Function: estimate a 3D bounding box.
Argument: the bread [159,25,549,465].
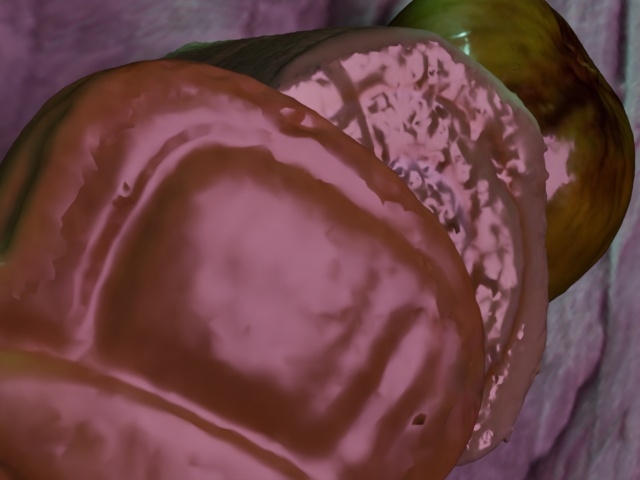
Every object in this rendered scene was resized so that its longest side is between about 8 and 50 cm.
[{"bbox_3d":[0.000,0.000,0.610,0.134,0.141,0.148,-22,104,-25],"label":"bread"}]

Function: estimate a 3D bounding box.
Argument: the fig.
[{"bbox_3d":[0.073,-0.037,0.740,0.136,0.121,0.153,42,55,-34],"label":"fig"}]

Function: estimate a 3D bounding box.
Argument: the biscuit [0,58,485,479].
[{"bbox_3d":[-0.088,0.129,0.479,0.269,0.051,0.376,30,84,-21],"label":"biscuit"}]
